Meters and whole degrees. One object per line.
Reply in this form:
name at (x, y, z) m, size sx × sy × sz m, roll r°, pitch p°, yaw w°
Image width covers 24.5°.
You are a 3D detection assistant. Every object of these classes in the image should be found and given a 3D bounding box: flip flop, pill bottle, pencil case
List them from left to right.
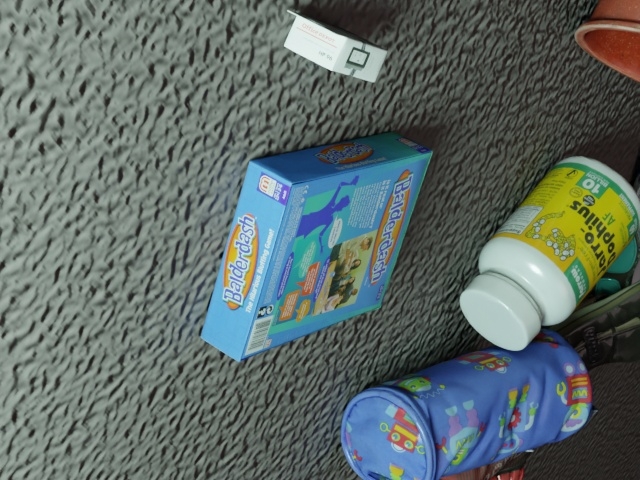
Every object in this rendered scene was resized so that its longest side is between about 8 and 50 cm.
pencil case at (0.160, 0.184, 1.552) m, size 0.306 × 0.119 × 0.133 m, roll -12°, pitch 113°, yaw -44°
pill bottle at (0.243, 0.016, 1.576) m, size 0.208 × 0.118 × 0.117 m, roll -46°, pitch 149°, yaw -25°
flip flop at (0.336, 0.113, 1.841) m, size 0.277 × 0.080 × 0.112 m, roll -24°, pitch 124°, yaw -14°

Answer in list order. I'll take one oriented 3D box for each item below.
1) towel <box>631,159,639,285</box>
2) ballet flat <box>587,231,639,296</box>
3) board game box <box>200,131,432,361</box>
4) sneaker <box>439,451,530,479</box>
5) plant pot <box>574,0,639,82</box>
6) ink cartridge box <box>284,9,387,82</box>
towel at (0.459, -0.046, 1.976) m, size 0.209 × 0.034 × 0.285 m, roll -34°, pitch 142°, yaw -43°
ballet flat at (0.372, 0.026, 1.882) m, size 0.070 × 0.070 × 0.188 m, roll -41°, pitch 149°, yaw -33°
board game box at (0.000, 0.000, 1.224) m, size 0.210 × 0.047 × 0.160 m, roll -15°, pitch 128°, yaw -54°
sneaker at (0.177, 0.232, 1.695) m, size 0.276 × 0.098 × 0.135 m, roll 0°, pitch 116°, yaw -62°
plant pot at (0.429, -0.283, 1.475) m, size 0.272 × 0.272 × 0.265 m, roll 22°, pitch 89°, yaw -63°
ink cartridge box at (0.008, -0.144, 1.097) m, size 0.083 × 0.048 × 0.028 m, roll 6°, pitch 111°, yaw -60°
